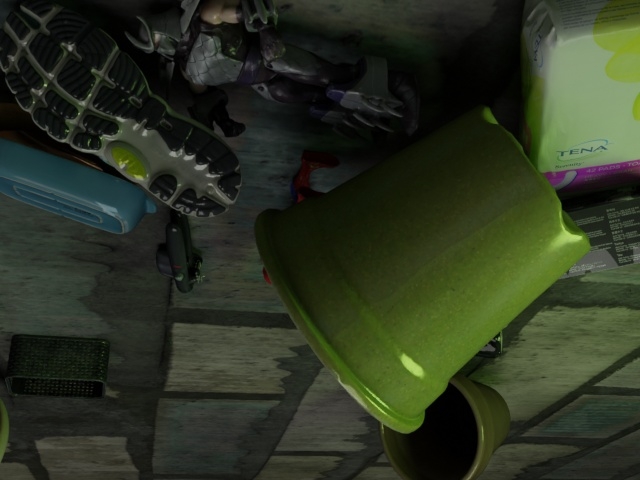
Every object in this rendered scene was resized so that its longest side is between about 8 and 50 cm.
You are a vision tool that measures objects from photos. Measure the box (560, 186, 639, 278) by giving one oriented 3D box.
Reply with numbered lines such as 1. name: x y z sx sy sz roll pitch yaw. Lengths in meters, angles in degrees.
1. box: 0.279 -0.001 0.990 0.307 0.076 0.242 -14 -178 26

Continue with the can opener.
1. can opener: -0.205 0.020 1.147 0.073 0.059 0.186 2 152 -7

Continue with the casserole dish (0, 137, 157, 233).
1. casserole dish: -0.262 -0.051 0.814 0.188 0.037 0.114 19 164 -7

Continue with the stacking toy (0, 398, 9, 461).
1. stacking toy: -0.854 0.312 1.469 0.350 0.351 0.480 -12 134 17

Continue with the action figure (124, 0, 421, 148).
1. action figure: -0.048 -0.166 0.776 0.285 0.099 0.185 13 158 -18

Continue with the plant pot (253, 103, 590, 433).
1. plant pot: 0.117 0.008 0.807 0.254 0.276 0.276 -37 142 12

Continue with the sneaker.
1. sneaker: -0.199 -0.119 0.789 0.275 0.107 0.110 43 177 -17

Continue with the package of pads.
1. package of pads: 0.317 -0.161 0.804 0.229 0.101 0.296 -7 151 7

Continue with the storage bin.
1. storage bin: -0.500 0.244 1.520 0.180 0.084 0.122 6 151 -13

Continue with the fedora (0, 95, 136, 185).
1. fedora: -0.295 -0.108 0.881 0.194 0.079 0.194 5 148 3

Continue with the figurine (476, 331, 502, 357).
1. figurine: 0.209 0.131 1.363 0.209 0.092 0.215 -1 151 6

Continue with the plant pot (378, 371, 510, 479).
1. plant pot: 0.295 0.401 1.734 0.263 0.263 0.229 -26 161 37

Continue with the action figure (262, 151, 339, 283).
1. action figure: 0.000 0.000 1.087 0.139 0.091 0.280 14 149 -11
